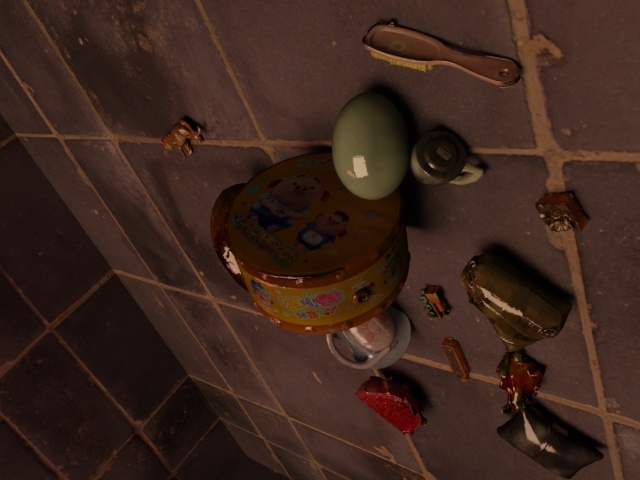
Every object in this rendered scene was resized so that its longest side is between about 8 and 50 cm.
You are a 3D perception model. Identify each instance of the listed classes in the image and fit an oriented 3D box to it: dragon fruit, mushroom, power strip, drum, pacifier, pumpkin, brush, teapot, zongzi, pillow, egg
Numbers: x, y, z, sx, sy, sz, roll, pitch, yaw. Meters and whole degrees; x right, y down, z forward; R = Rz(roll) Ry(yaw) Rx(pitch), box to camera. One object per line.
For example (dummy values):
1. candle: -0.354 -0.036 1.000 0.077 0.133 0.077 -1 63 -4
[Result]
1. dragon fruit: 0.531 0.381 1.731 0.142 0.175 0.138 21 168 -25
2. mushroom: -0.168 -0.003 1.840 0.345 0.345 0.239 39 117 5
3. dragon fruit: 0.268 0.529 2.188 0.274 0.126 0.161 42 140 -18
4. power strip: 0.398 0.354 1.905 0.049 0.028 0.178 5 134 44
5. drum: 0.000 0.000 1.540 0.431 0.431 0.214 21 145 30
6. pacifier: 0.123 0.253 1.949 0.287 0.238 0.226 44 178 -7
7. pumpkin: 0.477 -0.051 1.297 0.083 0.054 0.074 49 153 -21
8. brush: 0.225 -0.339 1.227 0.313 0.072 0.067 23 167 23
9. teapot: 0.256 -0.167 1.380 0.108 0.149 0.111 131 130 -74
10. zongzi: 0.419 0.157 1.556 0.251 0.125 0.274 38 154 5
11. pillow: 0.637 0.571 1.834 0.250 0.106 0.186 32 141 13
12. egg: 0.107 -0.201 1.399 0.168 0.168 0.230 9 113 42

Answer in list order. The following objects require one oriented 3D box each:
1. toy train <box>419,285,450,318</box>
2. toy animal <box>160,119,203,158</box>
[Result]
1. toy train: 0.312 0.169 1.764 0.064 0.044 0.103 -10 122 40
2. toy animal: -0.417 -0.307 1.966 0.099 0.057 0.241 48 149 -9
